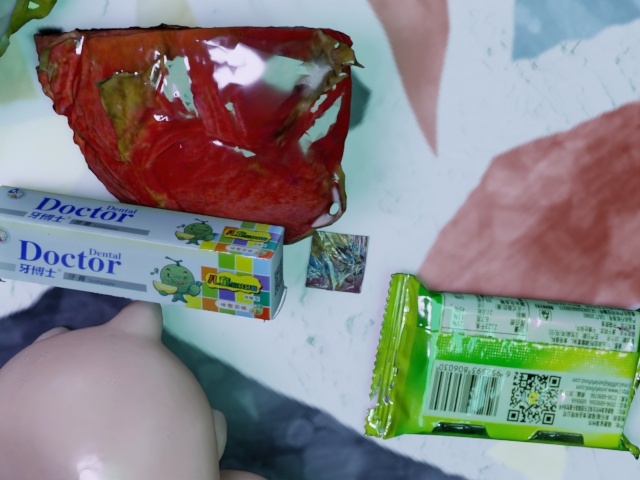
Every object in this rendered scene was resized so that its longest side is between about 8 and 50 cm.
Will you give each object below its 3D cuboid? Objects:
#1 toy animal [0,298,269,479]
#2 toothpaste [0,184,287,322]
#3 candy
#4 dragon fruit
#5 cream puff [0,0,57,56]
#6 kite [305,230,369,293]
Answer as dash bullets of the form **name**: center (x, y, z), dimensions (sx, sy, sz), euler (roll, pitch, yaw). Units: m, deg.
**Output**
- **toy animal**: center (-0.091, 0.163, 0.901), dimensions (0.166, 0.154, 0.250), euler (-19, 111, 33)
- **toothpaste**: center (-0.099, 0.007, 0.895), dimensions (0.164, 0.034, 0.046), euler (9, 127, 9)
- **candy**: center (0.118, 0.077, 1.010), dimensions (0.178, 0.032, 0.102), euler (6, 95, -15)
- **dragon fruit**: center (-0.070, -0.058, 0.889), dimensions (0.161, 0.127, 0.120), euler (3, 92, -17)
- **cream puff**: center (-0.221, -0.189, 0.806), dimensions (0.282, 0.185, 0.282), euler (-31, 129, -47)
- **kite**: center (-0.003, 0.005, 0.978), dimensions (0.078, 0.002, 0.044), euler (28, 92, -20)
